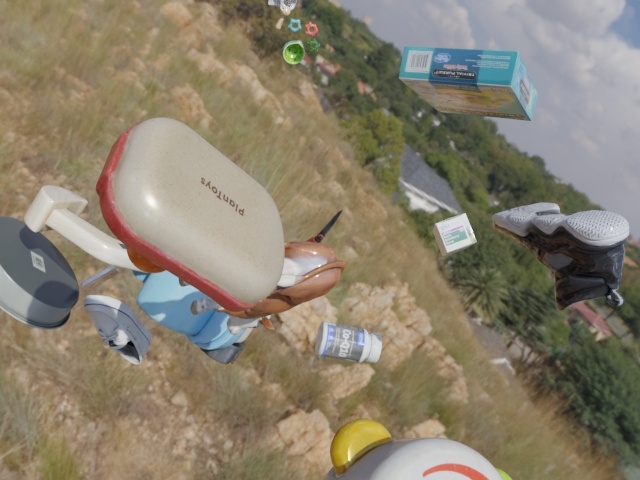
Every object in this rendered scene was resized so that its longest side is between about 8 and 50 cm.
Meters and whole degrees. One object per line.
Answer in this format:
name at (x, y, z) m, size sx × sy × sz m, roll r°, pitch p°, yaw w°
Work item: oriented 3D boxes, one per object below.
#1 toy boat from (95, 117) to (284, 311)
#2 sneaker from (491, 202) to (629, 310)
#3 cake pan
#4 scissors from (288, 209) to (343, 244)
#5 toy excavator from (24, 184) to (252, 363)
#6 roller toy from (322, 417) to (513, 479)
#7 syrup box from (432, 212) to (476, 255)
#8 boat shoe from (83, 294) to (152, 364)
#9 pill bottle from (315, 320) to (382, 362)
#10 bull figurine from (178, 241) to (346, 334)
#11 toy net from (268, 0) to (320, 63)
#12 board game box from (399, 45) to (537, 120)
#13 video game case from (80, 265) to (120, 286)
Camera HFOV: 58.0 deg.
toy boat at (-0.149, -0.009, 0.624) m, size 0.231 × 0.151 × 0.151 m, roll 39°, pitch 39°, yaw -35°
sneaker at (0.376, 0.026, 0.934) m, size 0.101 × 0.153 × 0.268 m, roll -15°, pitch 13°, yaw -18°
cake pan at (-0.646, 0.062, 1.273) m, size 0.293 × 0.054 × 0.293 m, roll 53°, pitch 4°, yaw -6°
scissors at (0.000, 0.000, 1.846) m, size 0.109 × 0.297 × 0.021 m, roll 46°, pitch 37°, yaw -16°
toy excavator at (-0.360, 0.057, 1.274) m, size 0.433 × 0.222 × 0.445 m, roll 40°, pitch 8°, yaw 28°
roller toy at (0.089, 0.299, 0.580) m, size 0.209 × 0.146 × 0.191 m, roll 29°, pitch 62°, yaw -13°
syrup box at (0.407, -0.014, 1.772) m, size 0.237 × 0.093 × 0.097 m, roll 21°, pitch 48°, yaw -81°
boat shoe at (-0.514, 0.231, 1.457) m, size 0.268 × 0.096 × 0.088 m, roll 76°, pitch 13°, yaw -54°
pill bottle at (0.063, 0.230, 1.294) m, size 0.137 × 0.078 × 0.078 m, roll 12°, pitch 24°, yaw -9°
bull figurine at (-0.100, 0.075, 0.906) m, size 0.188 × 0.310 × 0.101 m, roll 4°, pitch 65°, yaw -40°
toy net at (-0.076, -0.639, 1.689) m, size 0.045 × 0.122 × 0.232 m, roll -104°, pitch 176°, yaw -49°
board game box at (0.367, -0.372, 1.394) m, size 0.253 × 0.079 × 0.336 m, roll 13°, pitch 4°, yaw 27°
video game case at (-0.556, 0.095, 1.463) m, size 0.011 × 0.087 × 0.122 m, roll 57°, pitch -16°, yaw 0°
